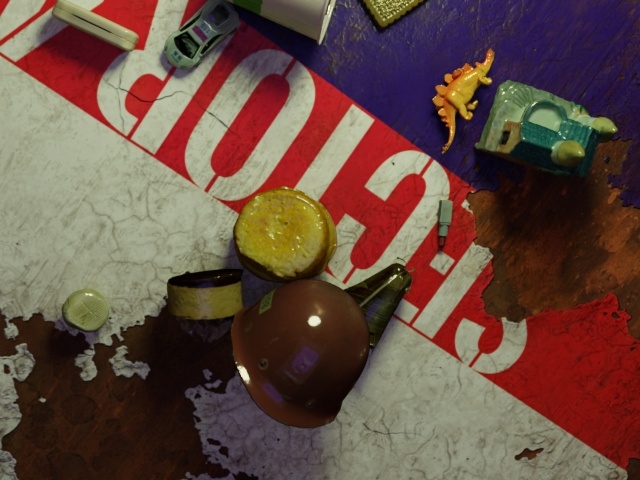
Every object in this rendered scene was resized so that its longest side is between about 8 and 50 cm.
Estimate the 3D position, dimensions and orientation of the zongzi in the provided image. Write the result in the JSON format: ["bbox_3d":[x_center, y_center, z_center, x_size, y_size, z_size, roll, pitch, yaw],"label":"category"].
[{"bbox_3d":[0.095,0.123,1.793,0.241,0.111,0.247,31,90,2],"label":"zongzi"}]

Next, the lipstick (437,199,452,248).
[{"bbox_3d":[0.324,-0.041,1.812,0.030,0.030,0.129,2,101,-6],"label":"lipstick"}]

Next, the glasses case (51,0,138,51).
[{"bbox_3d":[-0.525,-0.502,1.613,0.196,0.083,0.050,23,96,-11],"label":"glasses case"}]

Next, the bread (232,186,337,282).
[{"bbox_3d":[-0.090,-0.015,1.710,0.268,0.146,0.268,0,88,2],"label":"bread"}]

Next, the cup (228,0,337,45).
[{"bbox_3d":[-0.085,-0.604,1.563,0.274,0.253,0.253,17,99,-2],"label":"cup"}]

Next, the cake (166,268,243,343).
[{"bbox_3d":[-0.279,0.168,1.704,0.185,0.208,0.178,-10,93,-46],"label":"cake"}]

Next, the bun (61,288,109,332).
[{"bbox_3d":[-0.595,0.176,1.746,0.115,0.069,0.115,-6,104,-26],"label":"bun"}]

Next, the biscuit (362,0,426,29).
[{"bbox_3d":[0.149,-0.661,1.675,0.172,0.029,0.254,-36,103,1],"label":"biscuit"}]

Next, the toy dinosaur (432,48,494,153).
[{"bbox_3d":[0.343,-0.363,1.734,0.117,0.070,0.288,31,93,0],"label":"toy dinosaur"}]

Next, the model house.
[{"bbox_3d":[0.566,-0.255,1.644,0.267,0.325,0.194,17,101,-9],"label":"model house"}]

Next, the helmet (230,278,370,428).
[{"bbox_3d":[-0.013,0.223,1.598,0.337,0.385,0.230,43,111,-2],"label":"helmet"}]

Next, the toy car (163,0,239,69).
[{"bbox_3d":[-0.286,-0.494,1.652,0.205,0.056,0.095,-41,103,3],"label":"toy car"}]
